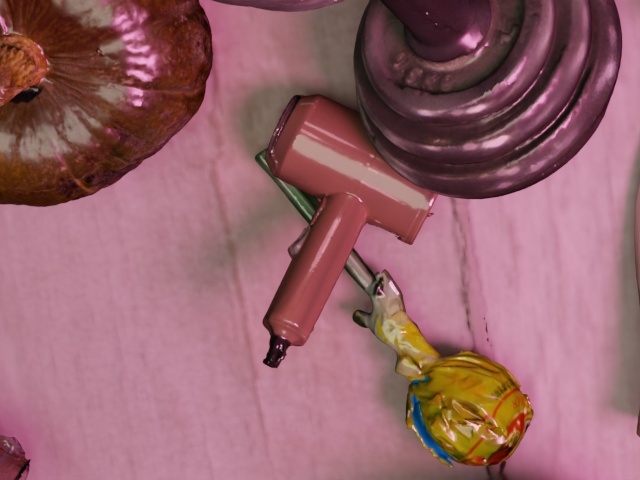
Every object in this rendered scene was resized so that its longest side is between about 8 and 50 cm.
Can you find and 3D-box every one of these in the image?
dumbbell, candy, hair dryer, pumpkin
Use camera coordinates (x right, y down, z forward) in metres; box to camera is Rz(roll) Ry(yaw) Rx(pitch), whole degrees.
[{"bbox_3d":[0.041,-0.155,1.089,0.179,0.406,0.179,-10,67,25],"label":"dumbbell"},{"bbox_3d":[0.041,0.043,1.295,0.262,0.073,0.077,52,136,3],"label":"candy"},{"bbox_3d":[0.000,0.000,1.243,0.117,0.064,0.181,26,67,1],"label":"hair dryer"},{"bbox_3d":[-0.190,-0.123,1.246,0.219,0.162,0.219,3,109,9],"label":"pumpkin"}]

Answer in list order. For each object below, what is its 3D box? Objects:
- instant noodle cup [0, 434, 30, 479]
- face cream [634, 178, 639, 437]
[{"bbox_3d":[-0.328,0.183,1.334,0.207,0.217,0.217,28,108,-2],"label":"instant noodle cup"},{"bbox_3d":[0.251,0.021,1.246,0.114,0.070,0.224,9,97,9],"label":"face cream"}]
